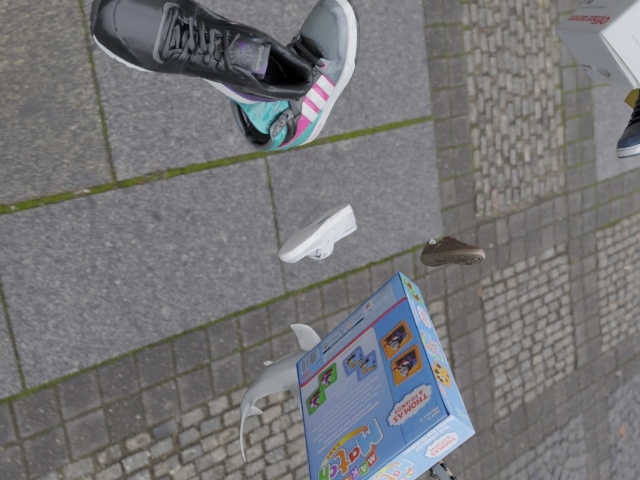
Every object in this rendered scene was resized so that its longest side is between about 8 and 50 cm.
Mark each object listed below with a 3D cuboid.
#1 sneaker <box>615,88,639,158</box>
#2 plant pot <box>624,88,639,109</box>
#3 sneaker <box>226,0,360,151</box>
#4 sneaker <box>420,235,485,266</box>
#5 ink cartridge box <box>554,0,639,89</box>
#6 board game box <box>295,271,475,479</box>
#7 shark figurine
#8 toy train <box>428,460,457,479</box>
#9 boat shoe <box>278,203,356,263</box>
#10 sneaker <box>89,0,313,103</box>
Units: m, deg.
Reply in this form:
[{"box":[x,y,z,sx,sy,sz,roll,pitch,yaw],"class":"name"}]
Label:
[{"box":[0.484,-0.228,1.109,0.226,0.086,0.163,-35,104,-33],"class":"sneaker"},{"box":[0.673,-0.278,1.480,0.081,0.083,0.081,15,126,-18],"class":"plant pot"},{"box":[-0.058,-0.251,1.189,0.178,0.124,0.295,-28,154,-40],"class":"sneaker"},{"box":[0.316,0.018,1.794,0.066,0.188,0.071,30,66,-35],"class":"sneaker"},{"box":[0.403,-0.286,0.883,0.208,0.153,0.087,-42,105,9],"class":"ink cartridge box"},{"box":[0.049,0.146,0.715,0.039,0.211,0.160,38,110,-24],"class":"board game box"},{"box":[-0.053,0.247,1.214,0.278,0.116,0.166,-31,132,12],"class":"shark figurine"},{"box":[0.133,0.275,1.002,0.027,0.036,0.158,-36,85,-8],"class":"toy train"},{"box":[0.000,0.000,1.325,0.184,0.066,0.063,-40,110,-44],"class":"boat shoe"},{"box":[-0.124,-0.234,0.881,0.283,0.124,0.107,8,95,-46],"class":"sneaker"}]
